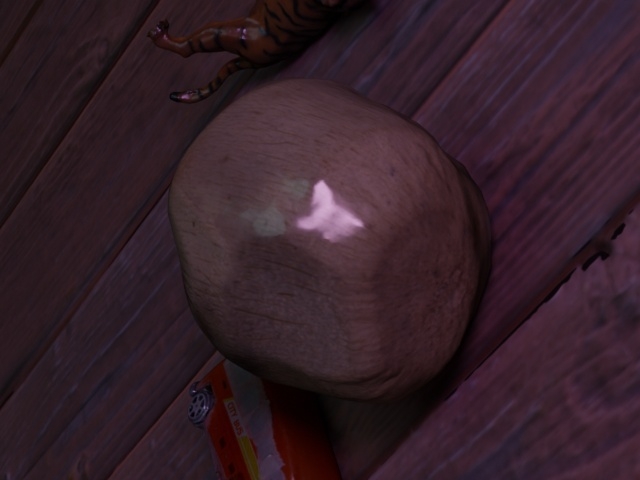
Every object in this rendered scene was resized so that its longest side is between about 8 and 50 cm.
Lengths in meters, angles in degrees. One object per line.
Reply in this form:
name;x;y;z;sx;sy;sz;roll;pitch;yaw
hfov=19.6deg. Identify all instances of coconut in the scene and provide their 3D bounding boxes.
coconut;0.000;0.000;1.202;0.224;0.224;0.224;-36;45;46

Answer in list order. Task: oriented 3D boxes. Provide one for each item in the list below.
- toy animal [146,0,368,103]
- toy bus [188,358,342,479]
toy animal;-0.041;-0.181;1.498;0.116;0.114;0.255;52;137;5
toy bus;-0.036;0.147;1.306;0.077;0.079;0.174;-47;36;23
